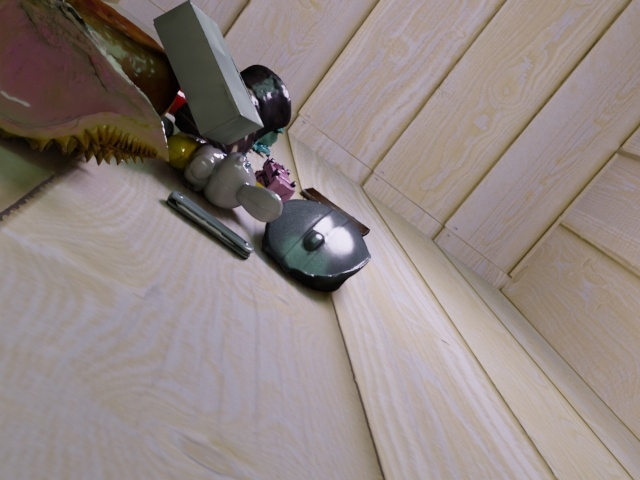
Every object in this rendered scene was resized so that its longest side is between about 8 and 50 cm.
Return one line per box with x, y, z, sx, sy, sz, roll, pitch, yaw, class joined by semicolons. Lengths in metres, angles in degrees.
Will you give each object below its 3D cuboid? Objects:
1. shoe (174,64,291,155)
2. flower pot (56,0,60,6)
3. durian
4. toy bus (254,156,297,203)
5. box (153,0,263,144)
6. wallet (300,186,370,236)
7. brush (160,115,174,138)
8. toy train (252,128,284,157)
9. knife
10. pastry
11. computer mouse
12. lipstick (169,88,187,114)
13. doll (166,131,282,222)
-0.179;-0.286;1.453;0.171;0.237;0.384;52;7;-6;shoe
-0.478;-0.433;0.854;0.299;0.299;0.283;40;2;6;flower pot
-0.345;-0.189;0.868;0.305;0.185;0.195;39;-9;-16;durian
-0.110;-0.131;1.496;0.063;0.090;0.203;35;12;-21;toy bus
-0.202;-0.297;1.162;0.225;0.086;0.129;66;12;5;box
0.044;-0.082;1.945;0.232;0.031;0.122;38;15;7;wallet
-0.415;-0.308;1.352;0.297;0.068;0.060;44;-10;8;brush
-0.216;-0.352;1.996;0.163;0.112;0.203;36;8;18;toy train
-0.176;-0.025;1.030;0.162;0.023;0.044;37;9;-7;knife
-0.407;-0.329;1.159;0.356;0.164;0.356;34;17;-12;pastry
0.001;-0.004;1.273;0.203;0.114;0.374;40;12;2;computer mouse
-0.296;-0.320;1.718;0.279;0.073;0.073;29;15;-45;lipstick
-0.177;-0.120;1.179;0.237;0.111;0.252;35;1;-10;doll
